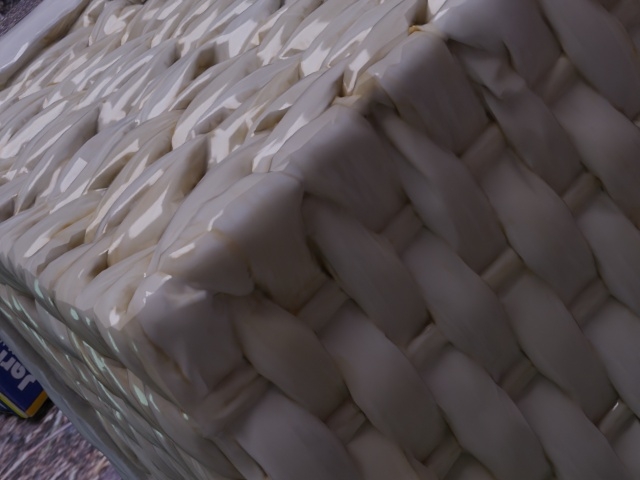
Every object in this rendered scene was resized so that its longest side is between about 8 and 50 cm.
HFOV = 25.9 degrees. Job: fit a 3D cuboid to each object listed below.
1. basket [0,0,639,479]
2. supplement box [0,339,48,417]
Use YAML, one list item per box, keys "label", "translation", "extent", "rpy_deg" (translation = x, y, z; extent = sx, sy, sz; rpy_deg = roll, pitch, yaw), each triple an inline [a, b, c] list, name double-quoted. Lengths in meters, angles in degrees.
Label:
- label: "basket"
  translation: [0.075, 0.000, 0.529]
  extent: [0.328, 0.331, 0.266]
  rpy_deg: [-43, 26, -14]
- label: "supplement box"
  translation: [-0.254, -0.042, 1.244]
  extent: [0.194, 0.195, 0.356]
  rpy_deg: [-5, 44, 55]
